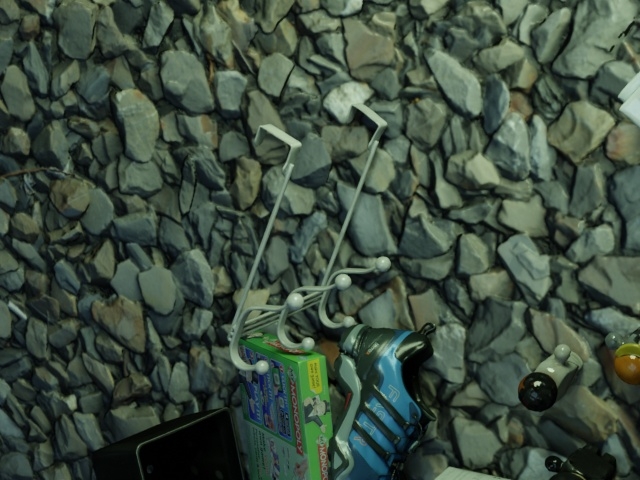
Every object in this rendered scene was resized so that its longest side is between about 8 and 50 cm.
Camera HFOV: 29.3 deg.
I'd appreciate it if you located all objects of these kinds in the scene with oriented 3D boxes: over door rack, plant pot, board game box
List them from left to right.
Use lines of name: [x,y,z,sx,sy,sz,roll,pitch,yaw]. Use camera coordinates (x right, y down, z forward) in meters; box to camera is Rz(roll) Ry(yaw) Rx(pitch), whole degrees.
plant pot: [-0.239,0.368,1.866,0.167,0.187,0.188,-6,98,44]
board game box: [-0.045,0.301,1.746,0.213,0.046,0.317,13,111,60]
over door rack: [0.000,0.000,1.595,0.108,0.239,0.324,20,111,27]

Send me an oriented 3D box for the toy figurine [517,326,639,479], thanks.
toy figurine: [0.355,0.220,1.493,0.213,0.148,0.209,-17,92,33]

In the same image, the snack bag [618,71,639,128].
snack bag: [0.551,-0.163,1.335,0.323,0.037,0.342,46,121,8]

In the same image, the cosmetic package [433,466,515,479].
cosmetic package: [0.228,0.395,1.544,0.225,0.224,0.138,9,99,22]

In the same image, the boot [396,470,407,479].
boot: [0.142,0.421,1.723,0.137,0.077,0.198,8,103,13]

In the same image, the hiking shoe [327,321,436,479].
hiking shoe: [0.087,0.261,1.646,0.132,0.113,0.304,-3,82,22]
